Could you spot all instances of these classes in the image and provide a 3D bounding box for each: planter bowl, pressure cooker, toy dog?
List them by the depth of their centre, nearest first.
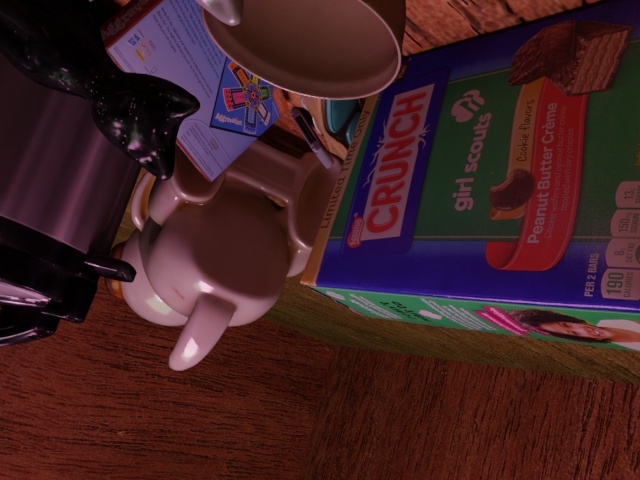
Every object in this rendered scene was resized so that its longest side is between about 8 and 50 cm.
[{"bbox_3d":[-0.003,-0.204,0.485,0.162,0.109,0.162,14,164,4],"label":"planter bowl"},{"bbox_3d":[-0.424,-0.087,0.729,0.369,0.421,0.375,3,161,37],"label":"pressure cooker"},{"bbox_3d":[-0.184,0.025,0.978,0.284,0.396,0.408,14,159,-29],"label":"toy dog"}]

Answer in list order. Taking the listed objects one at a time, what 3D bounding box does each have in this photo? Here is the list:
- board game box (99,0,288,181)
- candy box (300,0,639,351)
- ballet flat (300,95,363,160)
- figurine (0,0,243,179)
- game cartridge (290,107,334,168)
[{"bbox_3d":[-0.120,-0.175,0.653,0.027,0.145,0.281,44,173,19],"label":"board game box"},{"bbox_3d":[0.164,-0.054,0.544,0.317,0.268,0.122,-1,154,47],"label":"candy box"},{"bbox_3d":[0.012,-0.154,0.716,0.073,0.080,0.232,25,168,22],"label":"ballet flat"},{"bbox_3d":[-0.145,-0.182,0.429,0.209,0.215,0.092,42,-148,13],"label":"figurine"},{"bbox_3d":[-0.010,-0.137,0.811,0.017,0.083,0.056,-32,151,4],"label":"game cartridge"}]
